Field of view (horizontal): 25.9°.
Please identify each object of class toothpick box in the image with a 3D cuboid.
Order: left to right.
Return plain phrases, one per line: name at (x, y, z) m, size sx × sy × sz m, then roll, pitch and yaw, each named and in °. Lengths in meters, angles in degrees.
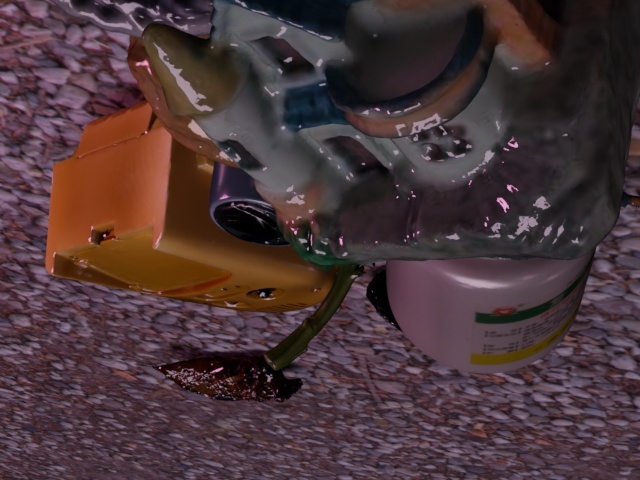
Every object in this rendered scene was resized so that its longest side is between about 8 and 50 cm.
toothpick box at (-0.041, -0.090, 1.327) m, size 0.120 × 0.184 × 0.120 m, roll 12°, pitch 155°, yaw 6°

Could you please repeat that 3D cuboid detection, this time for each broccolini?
broccolini at (-0.003, 0.008, 1.439) m, size 0.123 × 0.271 × 0.062 m, roll 26°, pitch -177°, yaw -22°

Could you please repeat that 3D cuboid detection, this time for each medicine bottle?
medicine bottle at (0.164, -0.025, 1.328) m, size 0.208 × 0.208 × 0.339 m, roll 10°, pitch 155°, yaw 8°

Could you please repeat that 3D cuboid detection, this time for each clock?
clock at (-0.111, -0.022, 1.524) m, size 0.244 × 0.200 × 0.317 m, roll -9°, pitch 155°, yaw 45°

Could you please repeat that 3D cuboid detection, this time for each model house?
model house at (0.019, -0.140, 0.869) m, size 0.267 × 0.194 × 0.325 m, roll -4°, pitch 147°, yaw 37°

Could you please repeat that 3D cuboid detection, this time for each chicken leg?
chicken leg at (-0.139, 0.213, 2.146) m, size 0.234 × 0.063 × 0.105 m, roll 0°, pitch 147°, yaw 29°

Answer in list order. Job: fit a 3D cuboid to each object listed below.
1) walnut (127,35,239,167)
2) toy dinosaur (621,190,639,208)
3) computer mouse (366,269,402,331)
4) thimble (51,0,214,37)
walnut at (-0.050, -0.158, 1.188) m, size 0.245 × 0.198 × 0.198 m, roll 10°, pitch 155°, yaw 8°
toy dinosaur at (0.361, -0.026, 1.418) m, size 0.154 × 0.049 × 0.055 m, roll 18°, pitch 158°, yaw -20°
computer mouse at (0.166, 0.087, 1.718) m, size 0.242 × 0.077 × 0.146 m, roll 3°, pitch 154°, yaw 22°
thimble at (-0.141, -0.276, 1.031) m, size 0.245 × 0.157 × 0.217 m, roll 27°, pitch 149°, yaw -28°
